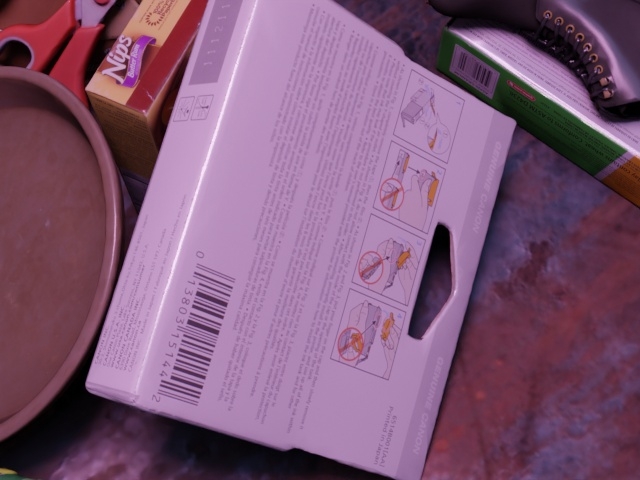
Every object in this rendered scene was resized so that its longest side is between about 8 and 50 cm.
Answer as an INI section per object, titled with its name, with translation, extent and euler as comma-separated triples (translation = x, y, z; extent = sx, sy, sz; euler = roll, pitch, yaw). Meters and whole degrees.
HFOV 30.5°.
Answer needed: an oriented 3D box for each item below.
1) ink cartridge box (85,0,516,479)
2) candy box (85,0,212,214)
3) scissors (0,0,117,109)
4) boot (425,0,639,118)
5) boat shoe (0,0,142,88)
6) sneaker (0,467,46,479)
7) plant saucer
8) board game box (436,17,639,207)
[ink cartridge box]
translation = 0.000, 0.000, 0.821
extent = 0.066, 0.261, 0.296
euler = 4, 73, 49
[candy box]
translation = -0.106, -0.094, 0.866
extent = 0.053, 0.187, 0.109
euler = 23, 69, 12
[scissors]
translation = -0.180, -0.178, 0.878
extent = 0.109, 0.297, 0.021
euler = 36, 33, 3
[boot]
translation = 0.184, -0.154, 0.894
extent = 0.198, 0.077, 0.137
euler = -4, 72, -2
[boat shoe]
translation = -0.139, -0.192, 0.944
extent = 0.324, 0.120, 0.122
euler = 5, 66, 0
[sneaker]
translation = -0.213, 0.284, 0.743
extent = 0.123, 0.109, 0.295
euler = -6, 67, 0
[plant saucer]
translation = -0.241, 0.014, 0.832
extent = 0.278, 0.041, 0.278
euler = -9, 73, 30
[board game box]
translation = 0.288, -0.200, 0.989
extent = 0.242, 0.064, 0.316
euler = 37, 71, 13
